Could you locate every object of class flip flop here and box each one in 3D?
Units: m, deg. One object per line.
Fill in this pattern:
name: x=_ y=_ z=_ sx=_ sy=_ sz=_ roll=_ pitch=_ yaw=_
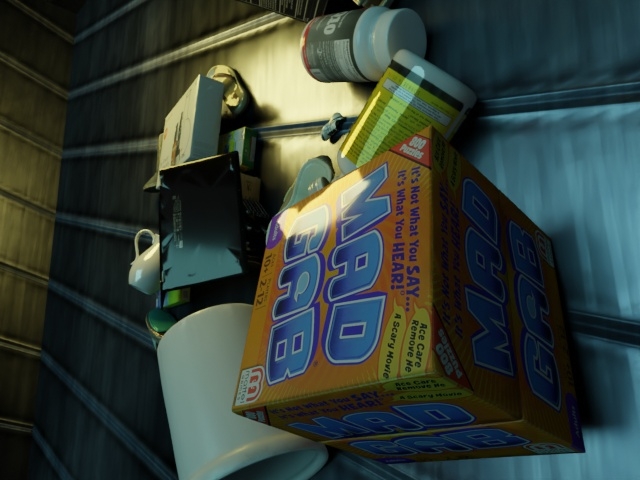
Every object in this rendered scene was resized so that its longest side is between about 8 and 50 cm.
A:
flip flop: x=-0.327 y=-0.517 z=1.690 sx=0.112 sy=0.080 sz=0.277 roll=-54 pitch=48 yaw=24

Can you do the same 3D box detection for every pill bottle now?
pill bottle: x=0.152 y=-0.201 z=1.039 sx=0.334 sy=0.187 sz=0.188 roll=-58 pitch=47 yaw=20
pill bottle: x=0.096 y=-0.456 z=1.174 sx=0.283 sy=0.161 sz=0.162 roll=17 pitch=94 yaw=47

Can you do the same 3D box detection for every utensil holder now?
utensil holder: x=-0.200 y=0.392 z=1.189 sx=0.328 sy=0.327 sz=0.386 roll=-50 pitch=47 yaw=27

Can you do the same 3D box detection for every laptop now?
laptop: x=-0.383 y=-0.018 z=1.548 sx=0.407 sy=0.236 sz=0.382 roll=-12 pitch=72 yaw=13

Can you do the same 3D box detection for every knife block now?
knife block: x=-0.265 y=-0.075 z=1.522 sx=0.275 sy=0.088 sz=0.242 roll=-2 pitch=79 yaw=46

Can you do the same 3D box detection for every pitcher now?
pitcher: x=-0.601 y=0.071 z=1.752 sx=0.177 sy=0.125 sz=0.207 roll=21 pitch=71 yaw=12

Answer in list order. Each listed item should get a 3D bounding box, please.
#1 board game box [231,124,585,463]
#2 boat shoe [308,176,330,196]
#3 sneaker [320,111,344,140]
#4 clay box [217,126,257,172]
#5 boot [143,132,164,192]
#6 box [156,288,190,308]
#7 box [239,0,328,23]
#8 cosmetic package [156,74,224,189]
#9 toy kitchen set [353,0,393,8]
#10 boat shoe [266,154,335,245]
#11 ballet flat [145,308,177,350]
board game box: x=0.137 y=0.123 z=0.795 sx=0.356 sy=0.356 sz=0.357 roll=-26 pitch=44 yaw=40
boat shoe: x=-0.005 y=0.015 z=1.159 sx=0.102 sy=0.118 sz=0.321 roll=-3 pitch=98 yaw=13
sneaker: x=0.031 y=-0.292 z=1.300 sx=0.083 sy=0.031 sz=0.037 roll=-58 pitch=47 yaw=21
clay box: x=-0.295 y=-0.281 z=1.625 sx=0.222 sy=0.053 sz=0.128 roll=-3 pitch=79 yaw=47
boot: x=-0.631 y=-0.307 z=1.969 sx=0.189 sy=0.076 sz=0.209 roll=-18 pitch=75 yaw=28
box: x=-0.522 y=0.178 z=1.768 sx=0.178 sy=0.042 sz=0.109 roll=-19 pitch=66 yaw=43
box: x=-0.102 y=-0.715 z=1.266 sx=0.296 sy=0.293 sz=0.183 roll=-144 pitch=70 yaw=-82
cosmetic package: x=-0.449 y=-0.345 z=1.701 sx=0.377 sy=0.097 sz=0.285 roll=-18 pitch=63 yaw=55
toy kitchen set: x=0.094 y=-0.662 z=1.217 sx=0.122 sy=0.166 sz=0.207 roll=-51 pitch=50 yaw=26
boat shoe: x=-0.049 y=-0.083 z=1.296 sx=0.109 sy=0.091 sz=0.305 roll=28 pitch=116 yaw=0
ballet flat: x=-0.512 y=0.342 z=1.683 sx=0.316 sy=0.107 sz=0.106 roll=31 pitch=113 yaw=46
